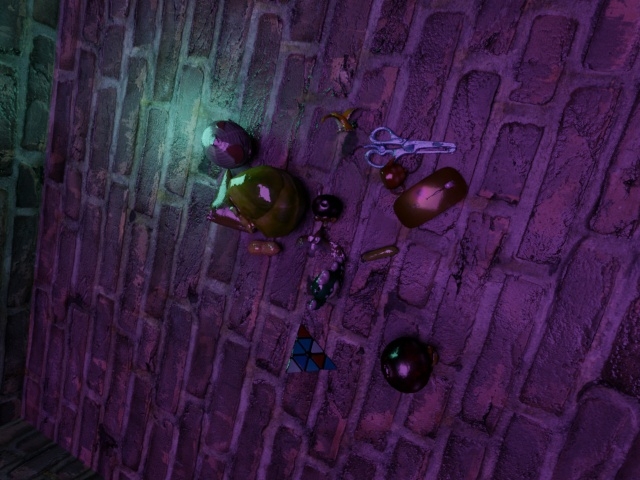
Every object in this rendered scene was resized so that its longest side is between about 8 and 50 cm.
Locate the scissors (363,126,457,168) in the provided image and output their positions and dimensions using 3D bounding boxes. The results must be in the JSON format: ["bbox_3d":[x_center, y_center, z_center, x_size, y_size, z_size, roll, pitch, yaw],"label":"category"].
[{"bbox_3d":[0.370,-0.390,1.699,0.393,0.032,0.180,7,99,23],"label":"scissors"}]

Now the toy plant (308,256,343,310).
[{"bbox_3d":[0.027,0.196,1.794,0.113,0.243,0.232,29,133,19],"label":"toy plant"}]

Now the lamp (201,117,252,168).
[{"bbox_3d":[-0.455,-0.463,1.951,0.233,0.233,0.265,-41,84,22],"label":"lamp"}]

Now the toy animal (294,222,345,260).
[{"bbox_3d":[-0.003,-0.004,1.854,0.273,0.160,0.197,17,100,14],"label":"toy animal"}]

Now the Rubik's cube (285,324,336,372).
[{"bbox_3d":[-0.109,0.549,1.899,0.285,0.234,0.249,-8,92,25],"label":"Rubik's cube"}]

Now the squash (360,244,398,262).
[{"bbox_3d":[0.257,0.059,1.788,0.184,0.052,0.052,-15,89,28],"label":"squash"}]

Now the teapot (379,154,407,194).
[{"bbox_3d":[0.318,-0.273,1.703,0.116,0.116,0.173,-11,118,24],"label":"teapot"}]

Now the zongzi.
[{"bbox_3d":[-0.402,-0.202,2.024,0.274,0.145,0.299,16,80,9],"label":"zongzi"}]

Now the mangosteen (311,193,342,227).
[{"bbox_3d":[0.026,-0.135,1.823,0.137,0.137,0.151,7,90,23],"label":"mangosteen"}]

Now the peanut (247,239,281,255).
[{"bbox_3d":[-0.284,0.037,2.002,0.193,0.089,0.089,0,95,24],"label":"peanut"}]

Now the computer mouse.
[{"bbox_3d":[0.450,-0.174,1.667,0.310,0.072,0.158,-34,84,22],"label":"computer mouse"}]

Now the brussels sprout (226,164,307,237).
[{"bbox_3d":[-0.242,-0.200,1.864,0.371,0.276,0.314,33,123,13],"label":"brussels sprout"}]

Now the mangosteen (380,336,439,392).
[{"bbox_3d":[0.387,0.523,1.706,0.266,0.228,0.228,-8,92,-17],"label":"mangosteen"}]

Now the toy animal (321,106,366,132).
[{"bbox_3d":[0.079,-0.526,1.787,0.155,0.219,0.095,16,125,58],"label":"toy animal"}]
